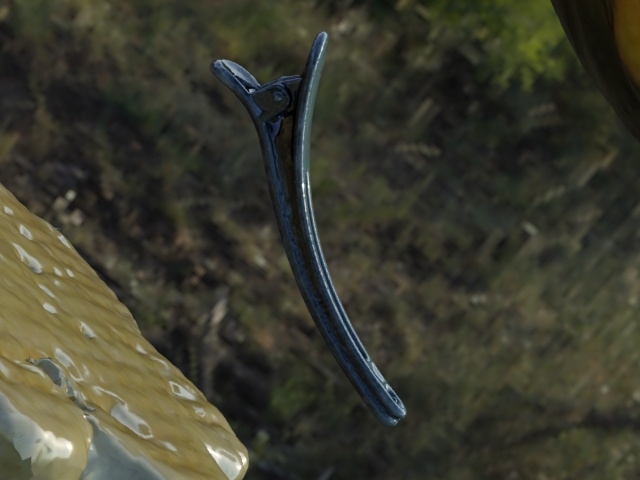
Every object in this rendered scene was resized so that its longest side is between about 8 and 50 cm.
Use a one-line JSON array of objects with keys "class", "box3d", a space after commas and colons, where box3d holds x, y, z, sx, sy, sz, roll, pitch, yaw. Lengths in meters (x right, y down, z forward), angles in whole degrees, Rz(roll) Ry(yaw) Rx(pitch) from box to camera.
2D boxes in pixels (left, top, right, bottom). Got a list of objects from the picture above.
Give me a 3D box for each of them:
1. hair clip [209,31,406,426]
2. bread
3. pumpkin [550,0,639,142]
[{"class": "hair clip", "box3d": [0.000, 0.000, 1.237, 0.048, 0.083, 0.275, -75, 150, -76]}, {"class": "bread", "box3d": [-0.141, 0.000, 0.596, 0.316, 0.054, 0.316, 44, 3, -3]}, {"class": "pumpkin", "box3d": [0.272, -0.146, 0.883, 0.256, 0.303, 0.225, 35, 23, -31]}]
